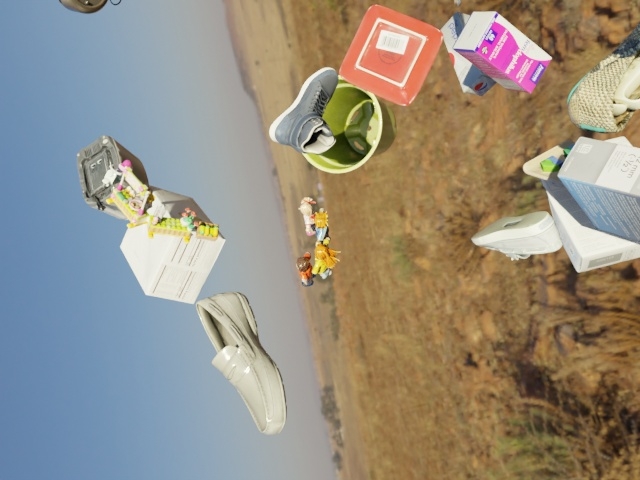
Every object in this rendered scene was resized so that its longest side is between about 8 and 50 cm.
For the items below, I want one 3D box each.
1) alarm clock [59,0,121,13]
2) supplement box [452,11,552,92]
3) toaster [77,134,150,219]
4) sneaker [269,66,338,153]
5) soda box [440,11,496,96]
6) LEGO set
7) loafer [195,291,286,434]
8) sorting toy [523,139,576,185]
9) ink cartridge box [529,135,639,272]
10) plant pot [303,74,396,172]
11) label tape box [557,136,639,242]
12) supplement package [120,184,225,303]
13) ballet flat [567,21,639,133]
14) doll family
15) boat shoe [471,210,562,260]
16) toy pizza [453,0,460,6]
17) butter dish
[{"bbox_3d":[-0.547,-0.603,1.576,0.192,0.064,0.129,-2,-70,-58],"label":"alarm clock"},{"bbox_3d":[0.477,-0.492,1.740,0.111,0.220,0.114,-61,27,6],"label":"supplement box"},{"bbox_3d":[-0.530,-0.151,1.720,0.146,0.129,0.227,35,-152,-57],"label":"toaster"},{"bbox_3d":[0.001,-0.300,1.554,0.163,0.226,0.086,32,172,48],"label":"sneaker"},{"bbox_3d":[0.510,-0.639,2.272,0.098,0.091,0.286,-43,52,48],"label":"soda box"},{"bbox_3d":[-0.352,-0.083,1.458,0.107,0.287,0.132,-59,-1,38],"label":"LEGO set"},{"bbox_3d":[-0.162,0.243,1.321,0.319,0.111,0.112,60,138,33],"label":"loafer"},{"bbox_3d":[0.686,-0.209,1.786,0.208,0.193,0.038,38,151,52],"label":"sorting toy"},{"bbox_3d":[0.823,-0.113,1.933,0.091,0.308,0.385,74,-179,-52],"label":"ink cartridge box"},{"bbox_3d":[0.104,-0.343,1.989,0.254,0.276,0.276,-14,-88,-61],"label":"plant pot"},{"bbox_3d":[0.705,-0.077,1.369,0.249,0.115,0.347,37,172,-41],"label":"label tape box"},{"bbox_3d":[-0.398,0.007,1.763,0.262,0.145,0.204,44,110,48],"label":"supplement package"},{"bbox_3d":[0.725,-0.411,1.372,0.164,0.483,0.182,36,-174,-36],"label":"ballet flat"},{"bbox_3d":[0.000,0.000,1.833,0.163,0.118,0.263,75,-164,-66],"label":"doll family"},{"bbox_3d":[0.369,0.002,1.259,0.081,0.079,0.227,57,162,-7],"label":"boat shoe"},{"bbox_3d":[0.332,-0.710,1.730,0.201,0.032,0.201,-11,-90,-78],"label":"toy pizza"},{"bbox_3d":[0.142,-0.348,1.289,0.160,0.160,0.118,-65,-13,4],"label":"butter dish"}]
